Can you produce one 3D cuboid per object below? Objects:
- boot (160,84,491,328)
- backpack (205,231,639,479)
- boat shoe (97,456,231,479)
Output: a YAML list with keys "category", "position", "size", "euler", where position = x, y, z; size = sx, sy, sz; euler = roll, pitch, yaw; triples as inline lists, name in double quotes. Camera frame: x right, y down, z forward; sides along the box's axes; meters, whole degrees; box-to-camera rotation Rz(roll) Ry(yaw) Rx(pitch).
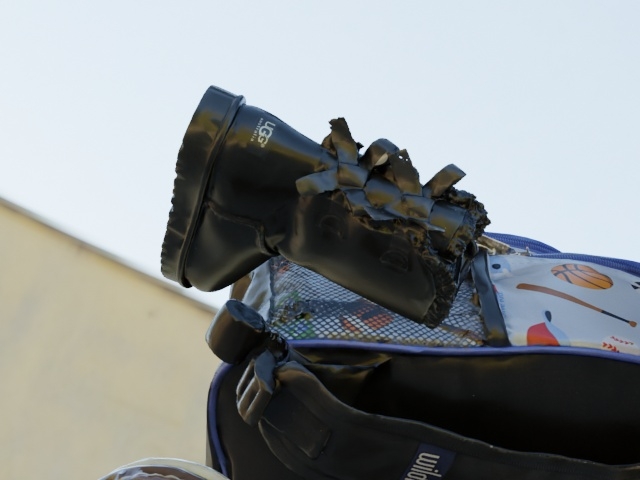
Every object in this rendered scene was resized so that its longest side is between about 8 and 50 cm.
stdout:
- category: "boot"
  position: [0.000, 0.000, 0.628]
  size: [0.099, 0.045, 0.121]
  euler: [24, -26, 4]
- category: "backpack"
  position: [0.081, 0.118, 0.915]
  size: [0.263, 0.213, 0.276]
  euler: [4, -57, 4]
- category: "boat shoe"
  position: [-0.057, 0.193, 0.548]
  size: [0.095, 0.257, 0.095]
  euler: [2, -7, 9]
